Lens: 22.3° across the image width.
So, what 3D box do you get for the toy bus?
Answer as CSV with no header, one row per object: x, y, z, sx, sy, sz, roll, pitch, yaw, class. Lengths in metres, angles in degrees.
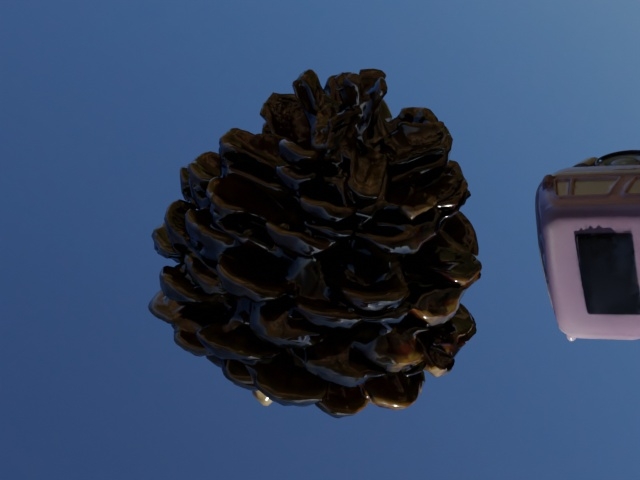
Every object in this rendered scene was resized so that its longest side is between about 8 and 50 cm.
0.270,0.004,1.299,0.142,0.202,0.142,-33,-64,-50,toy bus

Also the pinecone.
0.008,0.010,1.162,0.243,0.257,0.243,21,-133,-24,pinecone
